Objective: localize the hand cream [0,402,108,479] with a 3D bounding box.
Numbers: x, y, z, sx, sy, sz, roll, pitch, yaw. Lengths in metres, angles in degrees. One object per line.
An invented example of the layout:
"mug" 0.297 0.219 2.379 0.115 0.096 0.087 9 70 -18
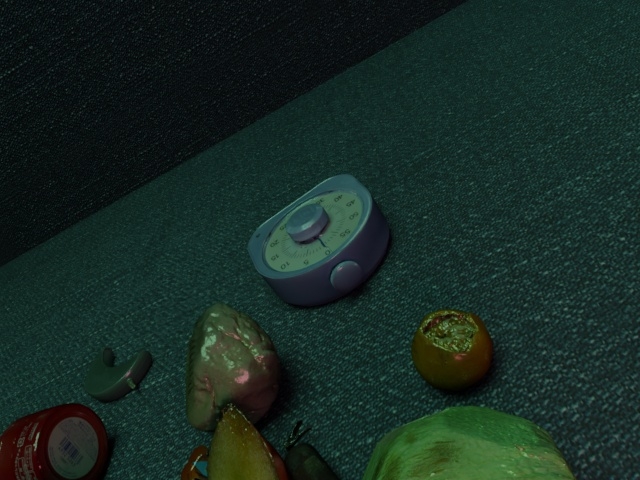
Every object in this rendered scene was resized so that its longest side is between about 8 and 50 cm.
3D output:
"hand cream" -0.641 0.515 1.257 0.149 0.230 0.230 -21 36 21

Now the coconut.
"coconut" 0.178 0.372 0.675 0.328 0.281 0.328 -24 20 10

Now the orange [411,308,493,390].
"orange" 0.240 0.199 0.971 0.154 0.134 0.155 -28 36 23

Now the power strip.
"power strip" -0.596 0.390 1.525 0.253 0.054 0.168 -3 47 39

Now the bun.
"bun" -0.192 0.289 1.161 0.204 0.282 0.282 5 31 -15

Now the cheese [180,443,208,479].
"cheese" -0.200 0.487 1.080 0.256 0.037 0.106 -3 44 41

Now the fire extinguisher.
"fire extinguisher" 0.003 0.432 0.938 0.089 0.072 0.267 -48 35 -9

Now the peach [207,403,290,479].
"peach" -0.130 0.442 0.967 0.188 0.068 0.280 -17 75 28

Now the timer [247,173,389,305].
"timer" 0.000 0.000 1.389 0.394 0.173 0.395 -22 35 17
